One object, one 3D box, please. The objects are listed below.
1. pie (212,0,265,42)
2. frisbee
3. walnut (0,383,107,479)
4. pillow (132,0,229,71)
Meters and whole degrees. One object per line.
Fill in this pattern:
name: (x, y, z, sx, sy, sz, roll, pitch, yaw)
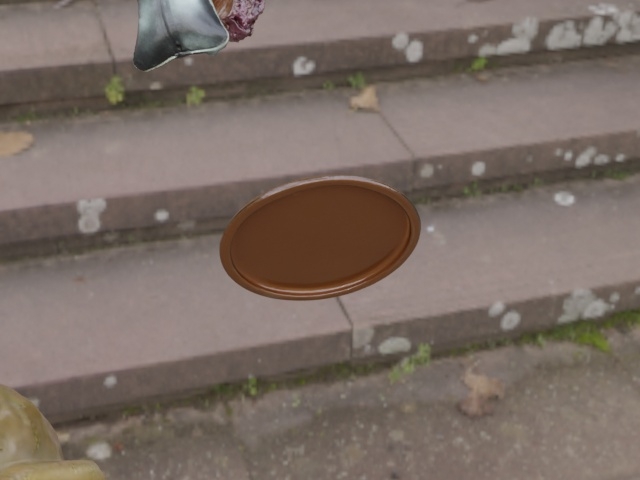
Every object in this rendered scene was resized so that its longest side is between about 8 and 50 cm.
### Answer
pie: (-0.087, -0.357, 1.281, 0.054, 0.219, 0.204, 18, 33, -37)
frisbee: (0.000, 0.000, 1.247, 0.250, 0.251, 0.021, -4, 55, -8)
walnut: (-0.299, 0.239, 0.771, 0.285, 0.285, 0.296, -14, 68, -24)
pillow: (-0.134, -0.223, 0.918, 0.091, 0.136, 0.055, -17, -12, 40)
